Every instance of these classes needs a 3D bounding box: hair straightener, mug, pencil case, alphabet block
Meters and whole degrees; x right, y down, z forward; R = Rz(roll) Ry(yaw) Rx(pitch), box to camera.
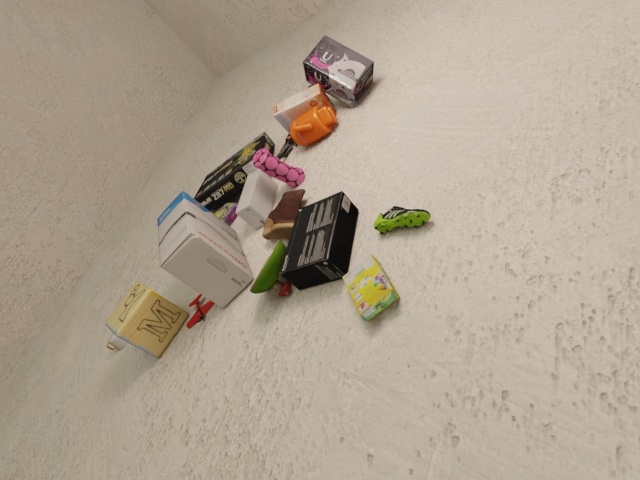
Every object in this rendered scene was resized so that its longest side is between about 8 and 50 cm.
[{"bbox_3d":[-0.144,-0.434,2.024,0.230,0.047,0.089,-54,33,-11],"label":"hair straightener"},{"bbox_3d":[-0.877,0.436,1.919,0.062,0.064,0.078,8,62,51],"label":"mug"},{"bbox_3d":[-0.164,-0.284,1.738,0.095,0.209,0.098,-29,53,32],"label":"pencil case"},{"bbox_3d":[-0.658,0.297,1.699,0.192,0.193,0.197,11,64,52],"label":"alphabet block"}]

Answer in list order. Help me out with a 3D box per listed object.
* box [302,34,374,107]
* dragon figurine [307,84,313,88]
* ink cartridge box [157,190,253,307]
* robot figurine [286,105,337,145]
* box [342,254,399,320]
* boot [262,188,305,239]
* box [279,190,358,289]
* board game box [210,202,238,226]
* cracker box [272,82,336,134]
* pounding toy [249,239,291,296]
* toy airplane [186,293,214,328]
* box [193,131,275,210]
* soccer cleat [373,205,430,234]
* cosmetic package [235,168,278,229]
[{"bbox_3d":[0.074,-0.698,1.852,0.247,0.142,0.163,34,79,14],"label":"box"},{"bbox_3d":[-0.044,-0.659,2.059,0.085,0.144,0.289,-51,33,-7],"label":"dragon figurine"},{"bbox_3d":[-0.433,0.024,1.645,0.166,0.285,0.395,-45,32,5],"label":"ink cartridge box"},{"bbox_3d":[-0.040,-0.478,1.877,0.219,0.128,0.158,-25,40,30],"label":"robot figurine"},{"bbox_3d":[0.128,0.123,1.126,0.105,0.043,0.179,-39,31,11],"label":"box"},{"bbox_3d":[-0.103,-0.103,1.583,0.248,0.090,0.207,-5,53,51],"label":"boot"},{"bbox_3d":[0.000,0.000,1.347,0.184,0.103,0.261,-17,44,34],"label":"box"},{"bbox_3d":[-0.513,-0.084,2.076,0.347,0.056,0.208,7,64,52],"label":"board game box"},{"bbox_3d":[-0.070,-0.559,1.928,0.232,0.156,0.067,-20,60,20],"label":"cracker box"},{"bbox_3d":[-0.131,0.102,1.414,0.183,0.110,0.237,-60,4,-1],"label":"pounding toy"},{"bbox_3d":[-0.450,0.251,1.661,0.151,0.028,0.151,-29,36,24],"label":"toy airplane"},{"bbox_3d":[-0.400,-0.321,2.108,0.395,0.097,0.318,-32,25,19],"label":"box"},{"bbox_3d":[0.218,-0.066,1.209,0.179,0.060,0.072,-13,45,45],"label":"soccer cleat"},{"bbox_3d":[-0.254,-0.169,1.806,0.085,0.117,0.231,-24,38,32],"label":"cosmetic package"}]
